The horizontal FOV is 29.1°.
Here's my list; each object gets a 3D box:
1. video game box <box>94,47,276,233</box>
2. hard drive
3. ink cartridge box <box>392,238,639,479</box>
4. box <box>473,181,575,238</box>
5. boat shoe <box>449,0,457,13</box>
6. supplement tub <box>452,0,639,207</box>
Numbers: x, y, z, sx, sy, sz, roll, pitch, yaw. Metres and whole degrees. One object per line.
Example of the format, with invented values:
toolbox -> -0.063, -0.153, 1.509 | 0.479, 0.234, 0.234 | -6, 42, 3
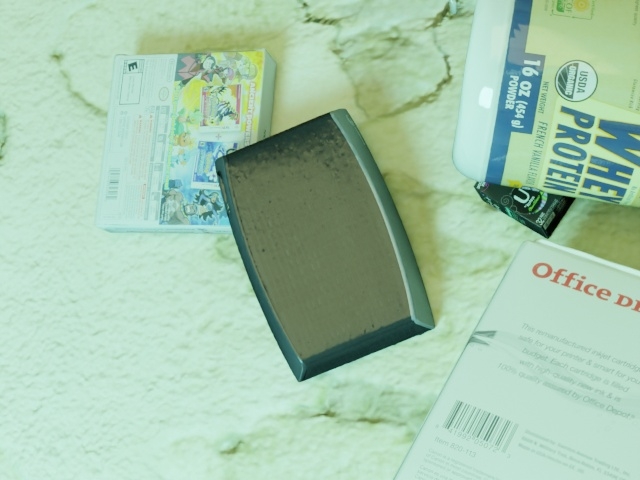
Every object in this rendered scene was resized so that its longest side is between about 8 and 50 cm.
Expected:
video game box -> -0.149, -0.109, 1.378 | 0.187, 0.048, 0.205 | 1, 78, 20
hard drive -> 0.000, 0.000, 1.275 | 0.172, 0.054, 0.254 | -22, 79, 3
ink cartridge box -> 0.221, 0.165, 1.103 | 0.207, 0.117, 0.283 | 20, 65, 27
box -> 0.207, -0.052, 1.243 | 0.083, 0.052, 0.062 | 34, 88, 23
boat shoe -> 0.166, -0.315, 1.287 | 0.367, 0.136, 0.156 | 32, 92, 12
supplement tub -> 0.291, -0.145, 1.125 | 0.316, 0.228, 0.228 | 9, 80, 7
